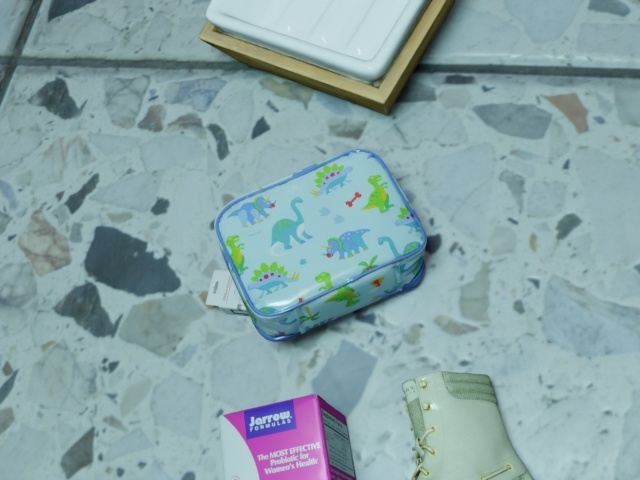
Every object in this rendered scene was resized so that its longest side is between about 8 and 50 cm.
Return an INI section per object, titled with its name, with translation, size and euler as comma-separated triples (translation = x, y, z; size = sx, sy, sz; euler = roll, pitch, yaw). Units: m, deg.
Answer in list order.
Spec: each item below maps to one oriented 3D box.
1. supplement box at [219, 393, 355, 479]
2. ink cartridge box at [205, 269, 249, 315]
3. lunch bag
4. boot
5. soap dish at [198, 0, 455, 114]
[supplement box]
translation = -0.023, 0.280, 0.806
size = 0.111, 0.114, 0.220
euler = -16, 62, 11
[ink cartridge box]
translation = -0.091, 0.064, 0.969
size = 0.083, 0.028, 0.048
euler = 5, 67, 18
[lunch bag]
translation = 0.000, 0.000, 0.919
size = 0.219, 0.090, 0.176
euler = -24, 60, -8
[boot]
translation = 0.101, 0.216, 0.784
size = 0.213, 0.077, 0.165
euler = -6, 58, -21
[soap dish]
translation = 0.018, -0.300, 1.049
size = 0.290, 0.118, 0.229
euler = 25, 76, 24
